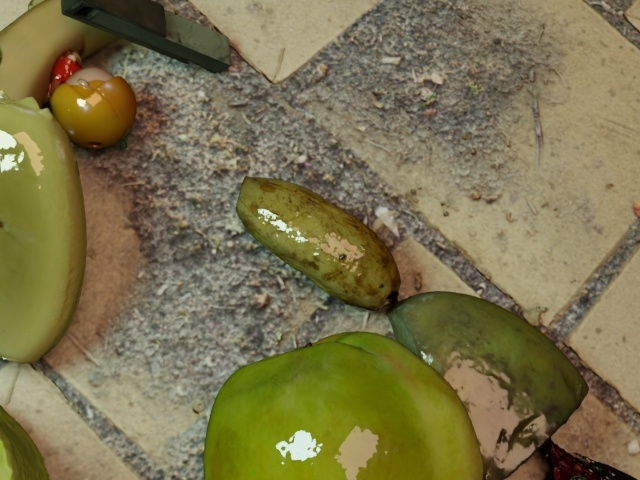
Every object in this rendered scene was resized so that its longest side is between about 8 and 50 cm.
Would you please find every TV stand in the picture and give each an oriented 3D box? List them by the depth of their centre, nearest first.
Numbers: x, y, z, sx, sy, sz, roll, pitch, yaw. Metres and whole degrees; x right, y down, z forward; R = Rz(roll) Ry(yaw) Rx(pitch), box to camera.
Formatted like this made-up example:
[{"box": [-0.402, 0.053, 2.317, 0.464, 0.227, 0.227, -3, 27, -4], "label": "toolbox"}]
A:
[{"box": [-0.222, -0.282, 1.453, 0.256, 0.040, 0.049, 15, 58, -46], "label": "TV stand"}]

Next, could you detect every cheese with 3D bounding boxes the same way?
[{"box": [-0.392, -0.019, 1.287, 0.259, 0.128, 0.316, 16, 95, -17], "label": "cheese"}]

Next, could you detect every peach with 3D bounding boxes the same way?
[{"box": [0.014, 0.260, 1.236, 0.281, 0.314, 0.315, 2, 85, -36], "label": "peach"}]

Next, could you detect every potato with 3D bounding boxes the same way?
[{"box": [0.185, 0.169, 1.418, 0.269, 0.112, 0.255, -38, 81, -24], "label": "potato"}]

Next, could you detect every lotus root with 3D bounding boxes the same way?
[{"box": [0.000, 0.000, 1.440, 0.258, 0.097, 0.110, 33, 35, 1], "label": "lotus root"}]

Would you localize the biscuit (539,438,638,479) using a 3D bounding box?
[{"box": [0.307, 0.367, 1.395, 0.151, 0.063, 0.235, 37, 61, -10], "label": "biscuit"}]

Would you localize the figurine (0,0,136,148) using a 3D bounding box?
[{"box": [-0.339, -0.199, 1.427, 0.222, 0.124, 0.324, 40, 62, 4], "label": "figurine"}]

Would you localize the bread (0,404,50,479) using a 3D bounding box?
[{"box": [-0.441, 0.282, 1.119, 0.348, 0.308, 0.348, 6, 69, -15], "label": "bread"}]
